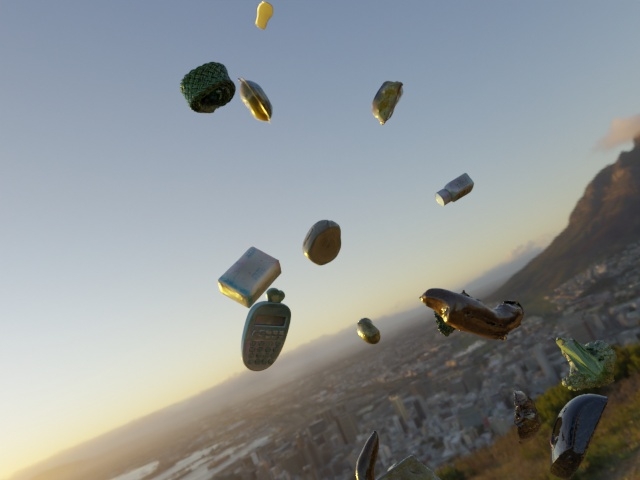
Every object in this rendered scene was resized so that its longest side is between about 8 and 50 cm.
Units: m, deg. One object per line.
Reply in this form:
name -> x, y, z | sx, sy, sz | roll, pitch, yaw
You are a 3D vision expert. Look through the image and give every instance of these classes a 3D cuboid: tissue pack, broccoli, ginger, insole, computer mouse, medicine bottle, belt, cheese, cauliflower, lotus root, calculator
tissue pack -> -0.345, 0.177, 2.537 | 0.271, 0.201, 0.124 | -48, -23, -34
broccoli -> 0.685, 0.406, 2.518 | 0.177, 0.198, 0.275 | -56, 31, -10
ginger -> 0.442, 0.206, 1.461 | 0.309, 0.133, 0.107 | 13, -38, -20
insole -> -0.161, -0.641, 1.477 | 0.002, 0.045, 0.135 | -64, 11, -14
computer mouse -> 0.727, 0.541, 1.485 | 0.269, 0.100, 0.170 | -41, -38, -35
medicine bottle -> 0.442, -0.164, 1.709 | 0.118, 0.055, 0.074 | -30, -19, -6
belt -> -0.265, -0.361, 1.209 | 0.121, 0.079, 0.151 | -30, -5, 5
cheese -> -0.226, -0.477, 1.730 | 0.069, 0.270, 0.177 | -35, -52, -3
cauliflower -> 1.140, 0.515, 2.268 | 0.239, 0.315, 0.256 | -34, -14, -40
lotus root -> 0.693, 0.588, 1.708 | 0.078, 0.167, 0.329 | -2, -19, 26
calculator -> -0.186, 0.303, 1.768 | 0.184, 0.295, 0.042 | 12, 3, -43

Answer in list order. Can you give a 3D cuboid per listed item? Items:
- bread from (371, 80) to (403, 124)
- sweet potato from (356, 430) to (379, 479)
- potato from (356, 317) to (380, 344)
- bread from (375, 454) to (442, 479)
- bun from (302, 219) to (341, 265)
bread -> 0.243, -0.513, 1.903 | 0.161, 0.088, 0.233 | -59, -1, 16
sweet potato -> 0.193, 0.921, 2.009 | 0.108, 0.346, 0.079 | -23, -39, 20
potato -> 0.200, 0.383, 2.195 | 0.070, 0.092, 0.138 | -1, 23, -23
bread -> 0.223, 0.764, 1.481 | 0.252, 0.196, 0.238 | -19, 27, -26
bun -> 0.000, 0.000, 1.948 | 0.173, 0.113, 0.166 | -51, -45, -8
